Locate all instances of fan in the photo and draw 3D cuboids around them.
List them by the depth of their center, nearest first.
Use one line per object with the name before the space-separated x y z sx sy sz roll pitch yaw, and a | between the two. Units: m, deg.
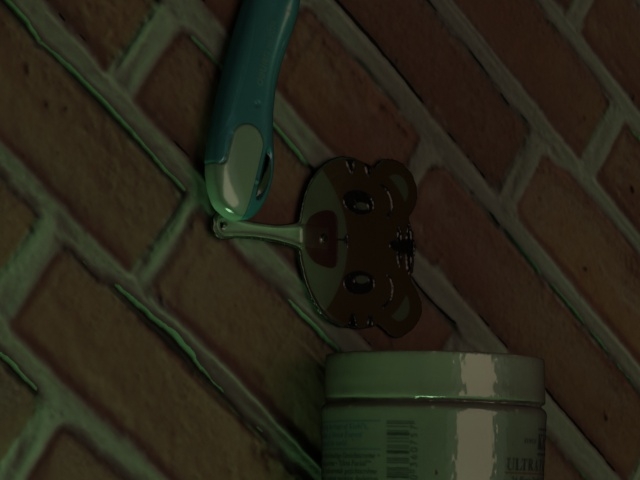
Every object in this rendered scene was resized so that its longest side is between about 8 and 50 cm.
fan | 0.000 0.000 1.559 0.226 0.008 0.153 6 81 -40

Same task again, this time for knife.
knife | -0.054 -0.119 1.517 0.064 0.031 0.222 25 65 -31

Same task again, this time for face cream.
face cream | 0.088 0.166 1.500 0.177 0.177 0.153 6 81 -40
